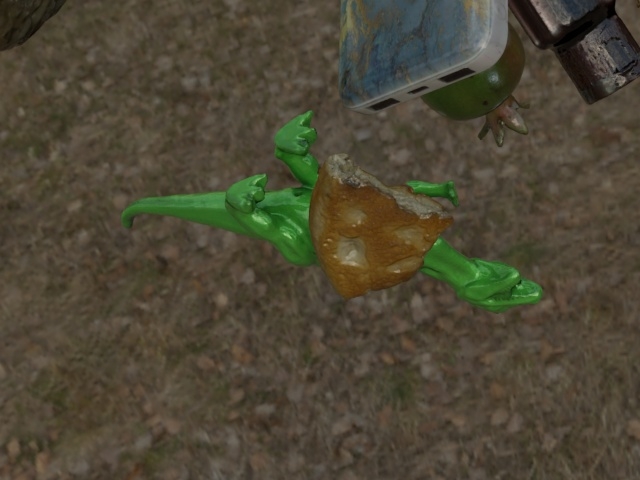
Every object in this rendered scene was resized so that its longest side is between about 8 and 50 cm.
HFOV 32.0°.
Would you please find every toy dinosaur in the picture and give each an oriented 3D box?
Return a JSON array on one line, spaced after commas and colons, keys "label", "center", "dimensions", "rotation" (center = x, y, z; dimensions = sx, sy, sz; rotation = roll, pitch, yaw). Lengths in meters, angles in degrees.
[{"label": "toy dinosaur", "center": [0.000, 0.000, 1.465], "dimensions": [0.500, 0.374, 0.144], "rotation": [-12, 51, 52]}]

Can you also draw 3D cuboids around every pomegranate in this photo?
[{"label": "pomegranate", "center": [0.245, -0.250, 1.732], "dimensions": [0.181, 0.224, 0.181], "rotation": [-33, 30, 22]}]

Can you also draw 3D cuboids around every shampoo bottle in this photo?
[{"label": "shampoo bottle", "center": [0.199, -0.283, 1.072], "dimensions": [0.084, 0.323, 0.129], "rotation": [-30, 8, 42]}]

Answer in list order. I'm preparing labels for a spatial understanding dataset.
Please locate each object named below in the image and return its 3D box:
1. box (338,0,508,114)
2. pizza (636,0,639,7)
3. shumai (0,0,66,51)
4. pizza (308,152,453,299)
[{"label": "box", "center": [0.070, -0.235, 0.787], "dimensions": [0.142, 0.044, 0.285], "rotation": [-16, 66, 45]}, {"label": "pizza", "center": [0.437, -0.300, 1.205], "dimensions": [0.297, 0.189, 0.071], "rotation": [-1, 54, 21]}, {"label": "shumai", "center": [-0.298, -0.267, 0.995], "dimensions": [0.153, 0.161, 0.209], "rotation": [9, 67, 24]}, {"label": "pizza", "center": [0.063, -0.020, 1.184], "dimensions": [0.161, 0.182, 0.062], "rotation": [-3, 40, 21]}]
